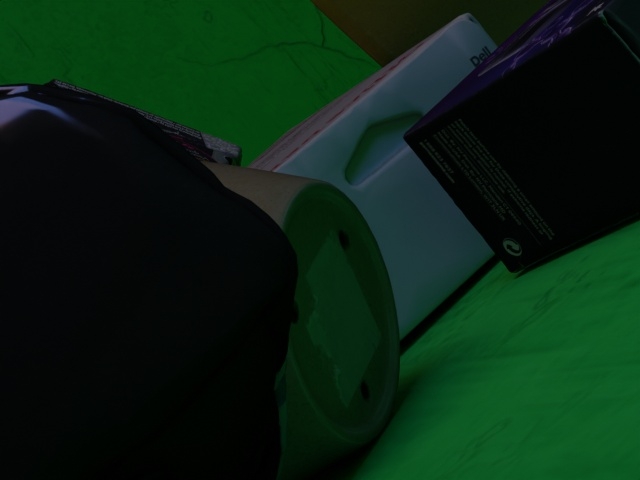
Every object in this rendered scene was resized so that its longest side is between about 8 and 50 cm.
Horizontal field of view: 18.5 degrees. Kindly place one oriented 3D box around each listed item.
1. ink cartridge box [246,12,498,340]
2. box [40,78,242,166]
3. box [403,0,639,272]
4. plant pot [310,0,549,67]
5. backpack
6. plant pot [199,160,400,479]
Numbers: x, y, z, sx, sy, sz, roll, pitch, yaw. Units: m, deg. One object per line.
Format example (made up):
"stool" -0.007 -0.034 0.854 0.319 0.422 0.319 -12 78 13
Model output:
"ink cartridge box" 0.000 0.000 1.210 0.211 0.121 0.289 -42 6 -23
"box" -0.174 0.030 1.429 0.142 0.163 0.247 -64 -6 -76
"box" 0.192 -0.117 1.011 0.261 0.103 0.184 -43 9 -31
"plant pot" 0.135 -0.167 1.309 0.212 0.187 0.212 -39 5 10
"backpack" -0.142 0.103 0.704 0.290 0.273 0.355 -44 -25 -8
"plant pot" -0.109 0.058 0.979 0.274 0.256 0.256 -12 18 25
